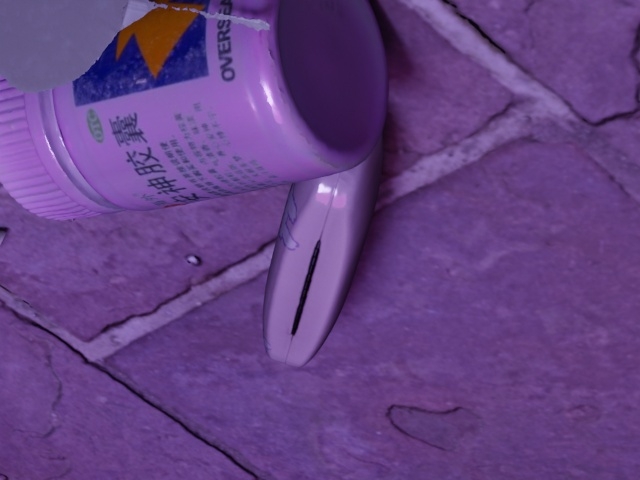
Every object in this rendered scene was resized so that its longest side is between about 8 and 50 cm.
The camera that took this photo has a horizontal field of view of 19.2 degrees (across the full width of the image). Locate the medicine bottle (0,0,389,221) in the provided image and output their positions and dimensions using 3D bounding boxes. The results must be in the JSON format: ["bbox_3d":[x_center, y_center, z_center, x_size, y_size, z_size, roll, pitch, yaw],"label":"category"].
[{"bbox_3d":[-0.110,-0.118,1.488,0.290,0.178,0.178,-9,134,32],"label":"medicine bottle"}]

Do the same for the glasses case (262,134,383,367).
[{"bbox_3d":[0.000,0.000,1.638,0.075,0.113,0.297,16,142,1],"label":"glasses case"}]

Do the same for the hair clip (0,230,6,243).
[{"bbox_3d":[-0.403,0.013,1.894,0.226,0.034,0.072,-20,127,39],"label":"hair clip"}]

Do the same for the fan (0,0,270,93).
[{"bbox_3d":[-0.155,-0.185,1.417,0.310,0.182,0.010,18,-173,35],"label":"fan"}]
